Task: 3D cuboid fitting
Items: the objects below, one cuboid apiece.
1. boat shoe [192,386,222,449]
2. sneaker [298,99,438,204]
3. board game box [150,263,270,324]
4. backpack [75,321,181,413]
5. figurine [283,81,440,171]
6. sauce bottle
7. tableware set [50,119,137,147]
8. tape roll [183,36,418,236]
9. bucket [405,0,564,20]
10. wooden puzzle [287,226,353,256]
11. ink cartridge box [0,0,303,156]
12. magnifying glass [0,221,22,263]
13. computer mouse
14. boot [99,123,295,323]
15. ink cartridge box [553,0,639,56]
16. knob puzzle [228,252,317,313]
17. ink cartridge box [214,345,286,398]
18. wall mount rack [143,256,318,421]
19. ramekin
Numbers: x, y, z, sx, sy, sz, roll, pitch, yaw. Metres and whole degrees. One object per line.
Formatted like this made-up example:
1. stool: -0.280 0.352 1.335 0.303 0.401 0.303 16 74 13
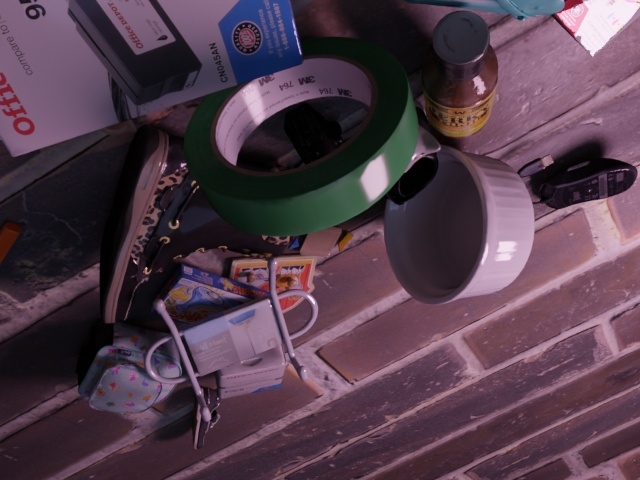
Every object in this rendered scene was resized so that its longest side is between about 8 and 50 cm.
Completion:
1. boat shoe: -0.267 0.424 1.687 0.065 0.075 0.206 0 130 -16
2. sneaker: 0.069 -0.104 1.209 0.296 0.146 0.104 -34 137 17
3. board game box: -0.211 0.123 1.398 0.201 0.035 0.136 20 134 -29
4. backpack: -0.373 0.257 1.429 0.188 0.144 0.165 12 124 -34
5. figurine: 0.064 -0.154 1.108 0.215 0.209 0.092 -30 137 11
6. sauce bottle: 0.198 -0.232 1.031 0.111 0.111 0.344 -27 170 9
7. tableware set: -0.354 -0.203 1.046 0.169 0.020 0.141 -15 138 -5
8. tape roll: -0.028 -0.152 0.994 0.321 0.321 0.077 -22 138 3
9. bucket: 0.197 -0.409 0.859 0.183 0.281 0.281 -4 136 -10
10. wooden puzzle: 0.000 0.000 1.391 0.116 0.014 0.078 11 125 -29
11. ink cartridge box: -0.250 -0.306 0.858 0.395 0.166 0.285 -19 135 -3
12. magnifying glass: -0.576 0.052 1.230 0.092 0.026 0.231 22 126 -36
13. computer mouse: 0.474 -0.129 1.398 0.262 0.060 0.184 -19 143 17
14. boot: -0.214 -0.002 1.217 0.284 0.138 0.377 8 120 -27
15. ink cartridge box: 0.411 -0.393 1.047 0.128 0.127 0.176 28 119 -38
16. knob puzzle: -0.103 0.106 1.450 0.213 0.030 0.213 -11 137 -10
17. ink cartridge box: -0.153 0.267 1.521 0.140 0.082 0.190 -8 154 -12
18. wall mount rack: -0.161 0.165 1.308 0.350 0.130 0.304 -21 121 -11
19. ramekin: 0.245 -0.027 1.268 0.135 0.277 0.277 0 135 -31
